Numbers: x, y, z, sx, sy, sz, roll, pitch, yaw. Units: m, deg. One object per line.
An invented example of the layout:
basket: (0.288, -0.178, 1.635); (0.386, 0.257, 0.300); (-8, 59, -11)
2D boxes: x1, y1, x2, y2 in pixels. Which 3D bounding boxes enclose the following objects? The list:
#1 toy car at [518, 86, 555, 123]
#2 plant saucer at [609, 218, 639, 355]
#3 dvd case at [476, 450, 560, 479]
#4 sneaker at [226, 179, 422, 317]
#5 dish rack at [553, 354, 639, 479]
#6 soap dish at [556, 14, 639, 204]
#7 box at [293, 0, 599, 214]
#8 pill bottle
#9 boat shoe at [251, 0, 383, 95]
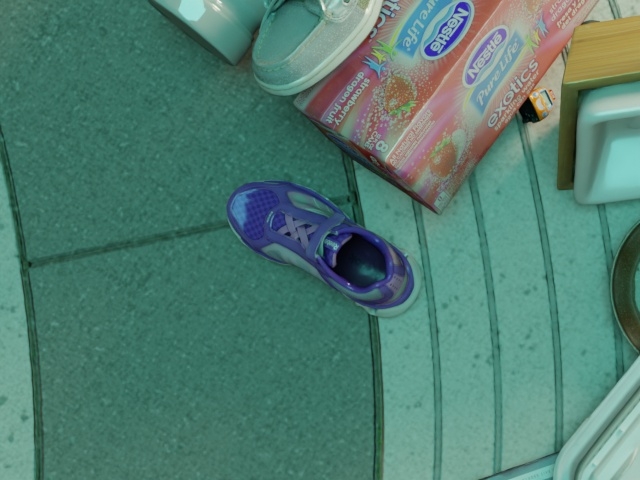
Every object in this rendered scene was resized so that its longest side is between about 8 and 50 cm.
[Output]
toy car: (0.220, -0.184, 1.267); (0.040, 0.060, 0.122); (-28, 81, -5)
plant saucer: (0.408, 0.052, 1.223); (0.198, 0.036, 0.199); (-1, 82, 8)
dvd case: (0.255, 0.344, 1.221); (0.164, 0.018, 0.221); (-21, 81, 6)
sneaker: (0.000, 0.000, 1.254); (0.236, 0.104, 0.095); (28, 89, 11)
dish rack: (0.434, 0.214, 1.159); (0.285, 0.072, 0.333); (38, 92, 3)
soap dish: (0.383, -0.144, 1.164); (0.290, 0.229, 0.118); (-8, 66, 7)
box: (0.136, -0.201, 1.214); (0.154, 0.142, 0.300); (37, 90, 36)
pill bottle: (-0.063, -0.343, 1.274); (0.162, 0.162, 0.278); (38, 90, 11)
boat shoe: (0.019, -0.296, 1.179); (0.118, 0.103, 0.320); (31, 85, 47)
